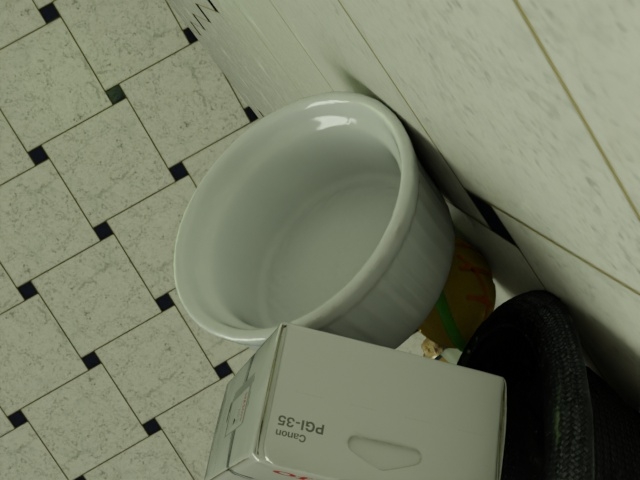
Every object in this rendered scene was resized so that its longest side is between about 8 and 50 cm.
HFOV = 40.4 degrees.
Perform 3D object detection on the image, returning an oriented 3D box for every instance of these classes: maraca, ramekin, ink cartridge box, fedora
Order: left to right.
[{"bbox_3d":[0.000,0.000,0.880,0.135,0.277,0.277,41,-174,-43],"label":"ramekin"},{"bbox_3d":[0.020,0.183,0.809,0.207,0.117,0.283,15,157,-10],"label":"ink cartridge box"},{"bbox_3d":[0.139,0.042,0.956,0.186,0.099,0.127,-84,-26,-55],"label":"maraca"},{"bbox_3d":[0.208,0.214,0.767,0.152,0.334,0.334,18,-175,-9],"label":"fedora"}]

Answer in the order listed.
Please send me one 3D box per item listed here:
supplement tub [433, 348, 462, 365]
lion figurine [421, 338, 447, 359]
[{"bbox_3d":[0.176,0.277,1.129,0.228,0.316,0.228,51,179,1],"label":"supplement tub"},{"bbox_3d":[0.297,0.343,1.581,0.240,0.142,0.392,47,-162,-30],"label":"lion figurine"}]
